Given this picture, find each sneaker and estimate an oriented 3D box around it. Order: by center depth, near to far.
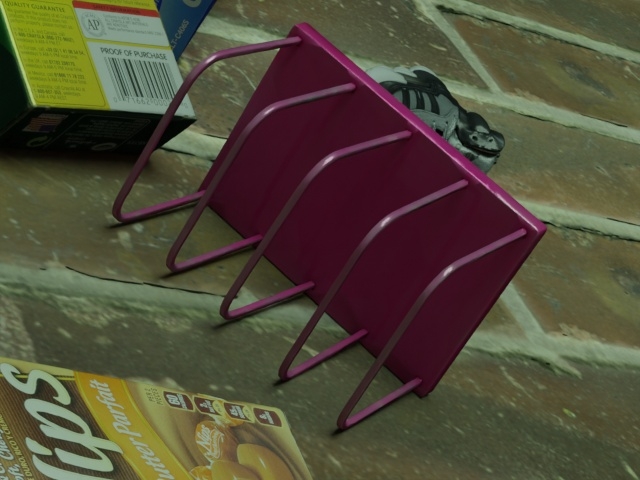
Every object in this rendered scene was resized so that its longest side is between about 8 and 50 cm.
[{"bbox_3d":[0.109,-0.111,1.975,0.153,0.101,0.268,38,23,15],"label":"sneaker"}]

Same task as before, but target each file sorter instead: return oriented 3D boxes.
[{"bbox_3d":[-0.003,-0.011,1.570,0.290,0.202,0.182,42,30,16],"label":"file sorter"}]

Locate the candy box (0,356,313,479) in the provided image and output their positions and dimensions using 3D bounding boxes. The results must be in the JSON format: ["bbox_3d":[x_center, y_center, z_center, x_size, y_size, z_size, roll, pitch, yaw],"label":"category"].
[{"bbox_3d":[-0.144,0.177,1.207,0.316,0.087,0.183,15,32,-34],"label":"candy box"}]

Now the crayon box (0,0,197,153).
[{"bbox_3d":[-0.253,-0.236,1.681,0.202,0.081,0.318,1,64,-48],"label":"crayon box"}]

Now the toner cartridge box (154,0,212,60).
[{"bbox_3d":[-0.116,-0.335,2.036,0.075,0.165,0.348,30,25,-5],"label":"toner cartridge box"}]
